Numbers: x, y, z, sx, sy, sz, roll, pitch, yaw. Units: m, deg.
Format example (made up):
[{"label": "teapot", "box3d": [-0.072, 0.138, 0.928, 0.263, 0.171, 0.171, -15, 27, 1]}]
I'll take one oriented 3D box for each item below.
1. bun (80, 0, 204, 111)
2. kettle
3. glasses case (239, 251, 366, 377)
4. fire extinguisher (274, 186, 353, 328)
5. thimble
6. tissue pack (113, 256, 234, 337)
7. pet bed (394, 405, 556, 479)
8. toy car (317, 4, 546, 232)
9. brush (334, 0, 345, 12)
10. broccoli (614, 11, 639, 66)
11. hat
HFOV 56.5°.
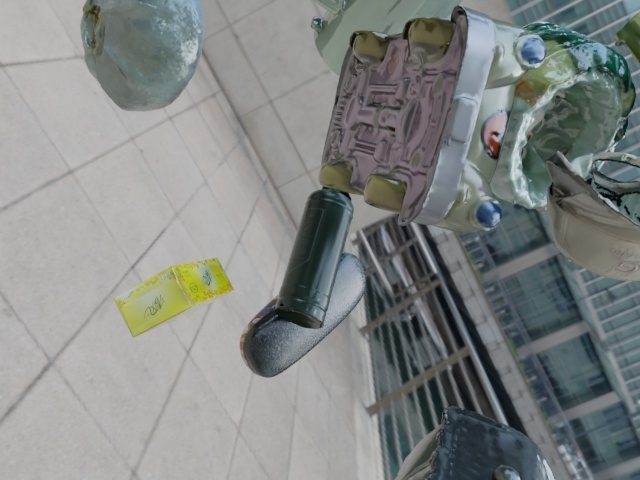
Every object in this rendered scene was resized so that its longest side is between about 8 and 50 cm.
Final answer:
[{"label": "bun", "box3d": [-0.419, -0.465, 1.354, 0.211, 0.362, 0.362, -12, 73, -40]}, {"label": "kettle", "box3d": [0.130, -0.495, 1.191, 0.265, 0.318, 0.205, 43, 49, -8]}, {"label": "glasses case", "box3d": [-0.027, 0.143, 1.190, 0.082, 0.321, 0.122, 17, -44, 45]}, {"label": "fire extinguisher", "box3d": [0.000, 0.000, 1.110, 0.114, 0.095, 0.311, 92, 13, -67]}, {"label": "thimble", "box3d": [0.350, -0.192, 0.962, 0.167, 0.254, 0.288, -118, -158, -47]}, {"label": "tissue pack", "box3d": [-0.199, 0.076, 0.840, 0.062, 0.095, 0.176, 62, 8, 3]}, {"label": "pet bed", "box3d": [0.169, 0.286, 0.615, 0.183, 0.159, 0.211, 44, 24, 8]}, {"label": "toy car", "box3d": [0.151, -0.146, 0.788, 0.336, 0.226, 0.242, -150, -109, -64]}, {"label": "brush", "box3d": [0.003, -0.317, 0.625, 0.218, 0.010, 0.083, -110, -157, -48]}, {"label": "broccoli", "box3d": [0.595, -0.254, 0.895, 0.288, 0.235, 0.260, 8, 68, -77]}, {"label": "hat", "box3d": [0.379, -0.026, 0.701, 0.275, 0.231, 0.161, -39, 129, -79]}]
